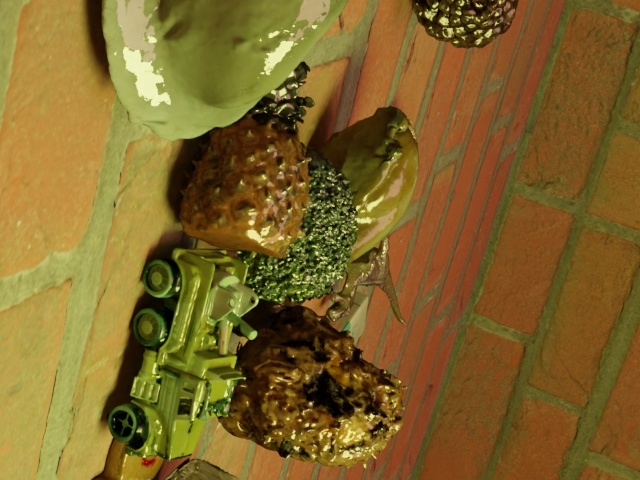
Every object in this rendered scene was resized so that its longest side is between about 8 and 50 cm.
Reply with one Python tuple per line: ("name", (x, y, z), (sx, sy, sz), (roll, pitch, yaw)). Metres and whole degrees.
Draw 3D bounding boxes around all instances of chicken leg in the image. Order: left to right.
("chicken leg", (0.000, 0.000, 1.824), (0.153, 0.201, 0.429), (43, 74, -27))

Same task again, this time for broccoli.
("broccoli", (-0.039, -0.015, 1.644), (0.226, 0.176, 0.198), (-48, 129, -14))

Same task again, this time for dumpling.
("dumpling", (-0.059, -0.272, 1.205), (0.270, 0.211, 0.321), (76, 28, -59))

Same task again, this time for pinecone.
("pinecone", (0.235, -0.412, 2.027), (0.204, 0.179, 0.184), (-92, -159, -56))

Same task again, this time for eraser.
("eraser", (0.017, 0.194, 2.289), (0.225, 0.052, 0.095), (-51, 153, -44))

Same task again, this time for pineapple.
("pineapple", (-0.075, -0.124, 1.490), (0.158, 0.157, 0.279), (45, 56, -72))

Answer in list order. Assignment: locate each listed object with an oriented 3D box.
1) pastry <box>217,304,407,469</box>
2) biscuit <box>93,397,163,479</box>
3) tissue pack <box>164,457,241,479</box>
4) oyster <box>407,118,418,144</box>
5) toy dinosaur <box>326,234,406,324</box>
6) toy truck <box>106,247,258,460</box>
("pastry", (-0.010, 0.188, 1.633), (0.275, 0.275, 0.193), (25, 78, -74))
("biscuit", (-0.247, 0.310, 1.627), (0.249, 0.035, 0.184), (-67, 164, -6))
("tissue pack", (-0.193, 0.515, 1.704), (0.210, 0.198, 0.370), (-41, 154, -73))
("oyster", (0.122, -0.137, 2.175), (0.191, 0.081, 0.163), (-36, 148, -56))
("toy dinosaur", (0.096, 0.062, 2.290), (0.251, 0.072, 0.200), (-5, 106, -64))
("toy truck", (-0.153, 0.147, 1.506), (0.128, 0.135, 0.260), (2, 110, -59))
